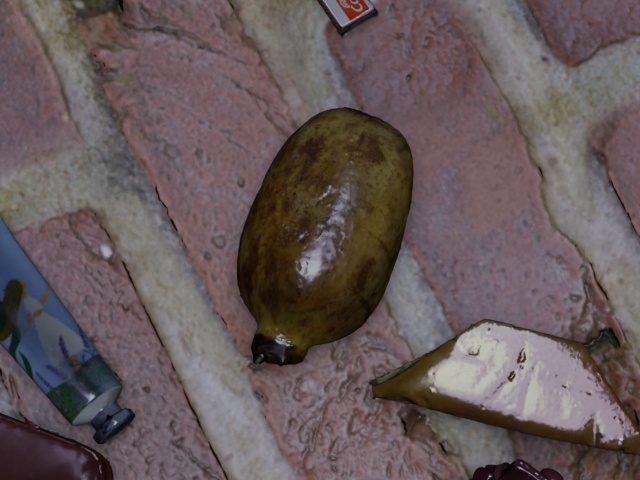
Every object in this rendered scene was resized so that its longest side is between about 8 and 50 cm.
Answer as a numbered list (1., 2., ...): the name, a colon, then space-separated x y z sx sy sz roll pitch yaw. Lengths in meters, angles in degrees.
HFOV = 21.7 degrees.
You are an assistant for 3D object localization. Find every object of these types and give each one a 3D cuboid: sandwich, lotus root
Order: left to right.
1. lotus root: 0.000 0.000 1.540 0.145 0.128 0.260 18 74 15
2. sandwich: 0.178 0.132 1.538 0.258 0.094 0.096 15 81 2

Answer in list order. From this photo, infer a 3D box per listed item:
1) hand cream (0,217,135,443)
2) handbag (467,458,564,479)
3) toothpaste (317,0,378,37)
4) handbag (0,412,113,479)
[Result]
1. hand cream: -0.274 0.076 1.558 0.091 0.058 0.271 -38 78 -11
2. handbag: 0.217 0.275 1.461 0.216 0.203 0.074 37 73 4
3. toothpaste: -0.014 -0.294 1.636 0.047 0.040 0.196 -32 83 -5
4. handbag: -0.349 0.269 1.508 0.276 0.084 0.260 21 83 2
